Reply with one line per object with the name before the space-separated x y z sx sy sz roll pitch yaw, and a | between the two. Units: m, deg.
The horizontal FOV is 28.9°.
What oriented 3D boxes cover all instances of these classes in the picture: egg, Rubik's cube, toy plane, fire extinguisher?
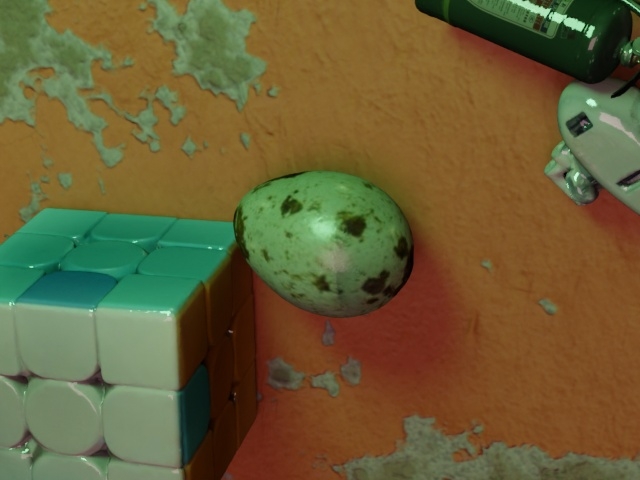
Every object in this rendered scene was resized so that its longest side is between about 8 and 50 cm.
egg | 0.000 0.000 1.456 0.231 0.169 0.169 17 116 26
Rubik's cube | -0.253 0.149 1.511 0.290 0.291 0.291 5 112 13
toy plane | 0.356 -0.092 1.340 0.245 0.117 0.244 20 143 16
fire extinguisher | 0.241 -0.228 1.284 0.294 0.118 0.093 29 160 28

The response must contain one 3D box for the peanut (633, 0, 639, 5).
peanut | 0.391 -0.270 1.262 0.149 0.149 0.313 -39 92 24
